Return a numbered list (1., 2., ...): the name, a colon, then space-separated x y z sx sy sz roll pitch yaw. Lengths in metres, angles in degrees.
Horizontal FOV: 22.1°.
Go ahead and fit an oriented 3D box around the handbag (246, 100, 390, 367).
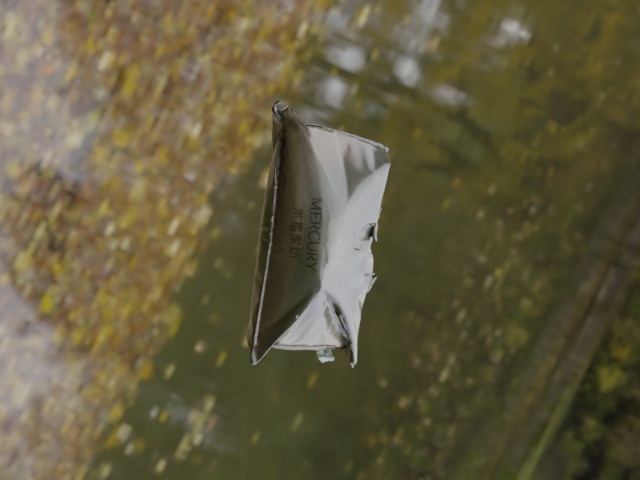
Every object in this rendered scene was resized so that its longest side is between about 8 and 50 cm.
1. handbag: 0.000 0.000 1.728 0.182 0.117 0.270 8 88 -44
